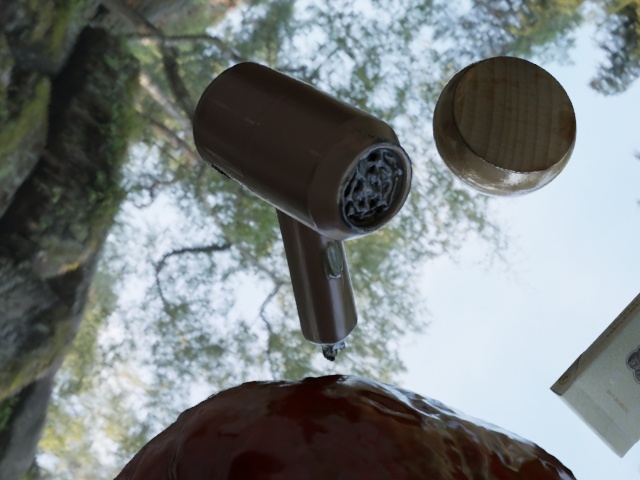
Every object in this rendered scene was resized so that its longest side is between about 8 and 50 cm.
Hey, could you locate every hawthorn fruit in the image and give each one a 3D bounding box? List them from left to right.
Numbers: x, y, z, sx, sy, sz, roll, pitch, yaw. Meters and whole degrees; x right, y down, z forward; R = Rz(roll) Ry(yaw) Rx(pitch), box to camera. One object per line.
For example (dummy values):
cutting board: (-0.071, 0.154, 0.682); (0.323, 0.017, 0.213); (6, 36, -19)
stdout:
hawthorn fruit: (0.014, 0.182, 0.460); (0.258, 0.261, 0.258); (-52, -173, 9)

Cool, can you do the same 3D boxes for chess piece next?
chess piece: (0.106, -0.066, 0.567); (0.038, 0.083, 0.084); (117, -7, -65)

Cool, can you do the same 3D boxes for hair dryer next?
hair dryer: (0.000, 0.000, 0.533); (0.064, 0.182, 0.117); (-33, -138, -24)

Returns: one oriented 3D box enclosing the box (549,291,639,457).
box: (0.281, 0.095, 0.835); (0.167, 0.090, 0.024); (-46, -162, -1)
